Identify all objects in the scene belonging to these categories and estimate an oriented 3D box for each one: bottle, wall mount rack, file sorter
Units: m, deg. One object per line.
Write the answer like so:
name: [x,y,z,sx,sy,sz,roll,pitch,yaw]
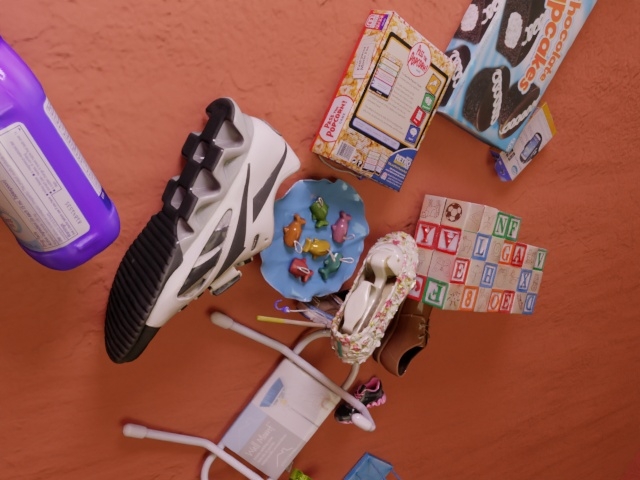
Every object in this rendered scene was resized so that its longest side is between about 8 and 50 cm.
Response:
bottle: [-0.278,-0.103,0.472,0.092,0.118,0.283,-40,135,-24]
wall mount rack: [-0.099,0.266,0.841,0.304,0.130,0.350,38,91,-8]
file sorter: [0.099,0.565,1.180,0.170,0.104,0.118,-48,133,-1]

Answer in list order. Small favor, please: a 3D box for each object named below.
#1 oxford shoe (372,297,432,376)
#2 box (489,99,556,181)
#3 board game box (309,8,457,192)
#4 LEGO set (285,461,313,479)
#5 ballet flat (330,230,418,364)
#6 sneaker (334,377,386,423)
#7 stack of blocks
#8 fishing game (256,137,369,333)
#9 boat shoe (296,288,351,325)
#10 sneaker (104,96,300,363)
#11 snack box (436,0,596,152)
oxford shoe: [0.176,0.150,0.999,0.076,0.076,0.212,13,107,-39]
box: [0.347,-0.168,0.960,0.136,0.028,0.081,-46,134,-1]
board game box: [0.087,-0.178,0.734,0.147,0.045,0.193,20,98,-42]
LEGO set: [-0.072,0.453,1.007,0.227,0.093,0.087,54,50,-39]
ballet flat: [0.084,0.070,0.821,0.241,0.091,0.077,-64,150,-28]
sneaker: [0.072,0.297,1.038,0.119,0.047,0.057,-24,122,-32]
stack of blocks: [0.283,0.033,0.965,0.297,0.087,0.171,10,95,-43]
fishing game: [0.000,0.000,0.768,0.189,0.041,0.264,20,92,-40]
boat shoe: [0.047,0.115,0.886,0.183,0.066,0.066,26,98,-43]
sneaker: [-0.131,0.013,0.652,0.146,0.122,0.330,26,100,-41]
snack box: [0.293,-0.307,0.808,0.187,0.060,0.322,16,107,-42]
